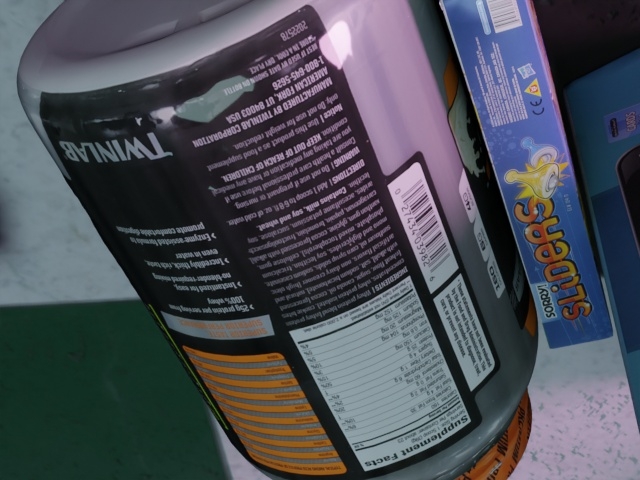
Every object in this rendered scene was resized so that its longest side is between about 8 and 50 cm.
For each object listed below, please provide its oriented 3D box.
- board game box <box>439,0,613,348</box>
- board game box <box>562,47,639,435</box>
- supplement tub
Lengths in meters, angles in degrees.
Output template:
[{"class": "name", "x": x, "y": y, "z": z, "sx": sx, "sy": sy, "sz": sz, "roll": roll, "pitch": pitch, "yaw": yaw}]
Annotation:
[{"class": "board game box", "x": 0.103, "y": -0.064, "z": 0.496, "sx": 0.035, "sy": 0.136, "sz": 0.201, "roll": -14, "pitch": 124, "yaw": 16}, {"class": "board game box", "x": 0.221, "y": 0.085, "z": 0.470, "sx": 0.079, "sy": 0.336, "sz": 0.253, "roll": -26, "pitch": 120, "yaw": 24}, {"class": "supplement tub", "x": 0.000, "y": 0.000, "z": 0.520, "sx": 0.194, "sy": 0.193, "sz": 0.316, "roll": -14, "pitch": 125, "yaw": 16}]
